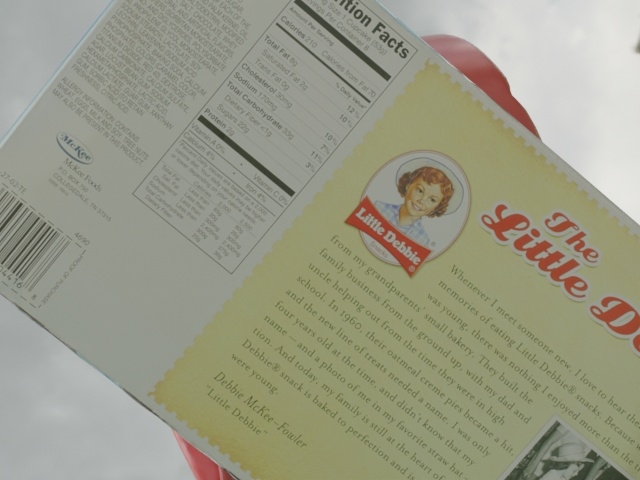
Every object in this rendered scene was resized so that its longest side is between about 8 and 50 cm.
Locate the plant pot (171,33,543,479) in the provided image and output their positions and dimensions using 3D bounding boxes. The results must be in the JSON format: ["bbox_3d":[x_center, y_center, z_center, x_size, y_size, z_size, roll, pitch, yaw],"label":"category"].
[{"bbox_3d":[0.000,0.000,0.742,0.243,0.275,0.275,-20,-52,-15],"label":"plant pot"}]

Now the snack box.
[{"bbox_3d":[0.025,0.024,0.503,0.187,0.322,0.060,-50,6,5],"label":"snack box"}]
